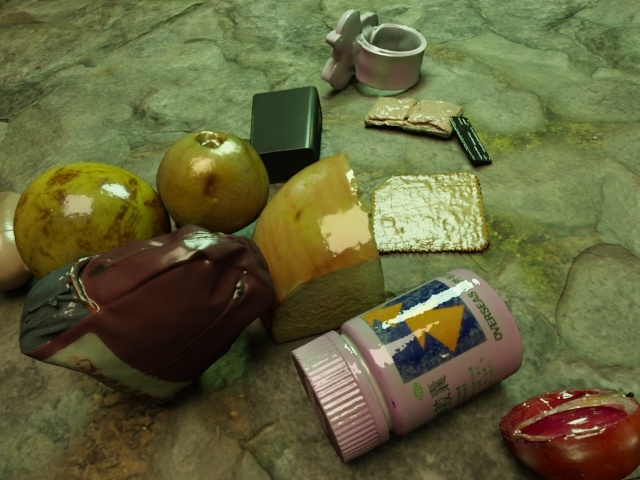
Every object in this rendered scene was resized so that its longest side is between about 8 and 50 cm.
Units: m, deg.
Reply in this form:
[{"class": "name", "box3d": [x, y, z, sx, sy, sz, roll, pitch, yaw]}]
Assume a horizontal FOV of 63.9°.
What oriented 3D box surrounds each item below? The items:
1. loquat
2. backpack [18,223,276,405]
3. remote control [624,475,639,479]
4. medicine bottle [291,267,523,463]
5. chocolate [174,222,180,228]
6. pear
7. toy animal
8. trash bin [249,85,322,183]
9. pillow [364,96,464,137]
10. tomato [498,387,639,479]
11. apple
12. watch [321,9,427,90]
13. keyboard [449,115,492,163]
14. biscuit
[{"class": "loquat", "box3d": [-0.209, -0.101, 0.968, 0.213, 0.213, 0.213, -5, 47, 6]}, {"class": "backpack", "box3d": [-0.228, 0.089, 0.762, 0.317, 0.283, 0.197, -34, 51, 13]}, {"class": "remote control", "box3d": [0.458, 0.341, 0.606, 0.297, 0.056, 0.140, -11, 46, -1]}, {"class": "medicine bottle", "box3d": [0.121, 0.174, 0.742, 0.291, 0.178, 0.178, -23, 47, -13]}, {"class": "chocolate", "box3d": [-0.286, -0.098, 1.106, 0.124, 0.133, 0.127, 27, 60, 27]}, {"class": "pear", "box3d": [-0.425, -0.022, 0.972, 0.281, 0.280, 0.280, -5, 47, 6]}, {"class": "toy animal", "box3d": [-0.659, -0.003, 1.071, 0.167, 0.153, 0.250, -20, 49, -20]}, {"class": "trash bin", "box3d": [-0.082, -0.252, 1.227, 0.166, 0.115, 0.225, -5, 48, 6]}, {"class": "pillow", "box3d": [0.230, -0.314, 1.278, 0.233, 0.043, 0.126, 14, 46, 26]}, {"class": "tomato", "box3d": [0.332, 0.261, 0.664, 0.174, 0.189, 0.099, -19, 82, 7]}, {"class": "apple", "box3d": [0.000, 0.000, 0.932, 0.252, 0.314, 0.308, 17, 41, -35]}, {"class": "watch", "box3d": [0.159, -0.503, 1.376, 0.218, 0.210, 0.248, 28, 49, 21]}, {"class": "keyboard", "box3d": [0.342, -0.231, 1.174, 0.053, 0.010, 0.155, 2, 52, -21]}, {"class": "biscuit", "box3d": [0.219, -0.063, 1.061, 0.232, 0.013, 0.236, -1, 46, 9]}]
